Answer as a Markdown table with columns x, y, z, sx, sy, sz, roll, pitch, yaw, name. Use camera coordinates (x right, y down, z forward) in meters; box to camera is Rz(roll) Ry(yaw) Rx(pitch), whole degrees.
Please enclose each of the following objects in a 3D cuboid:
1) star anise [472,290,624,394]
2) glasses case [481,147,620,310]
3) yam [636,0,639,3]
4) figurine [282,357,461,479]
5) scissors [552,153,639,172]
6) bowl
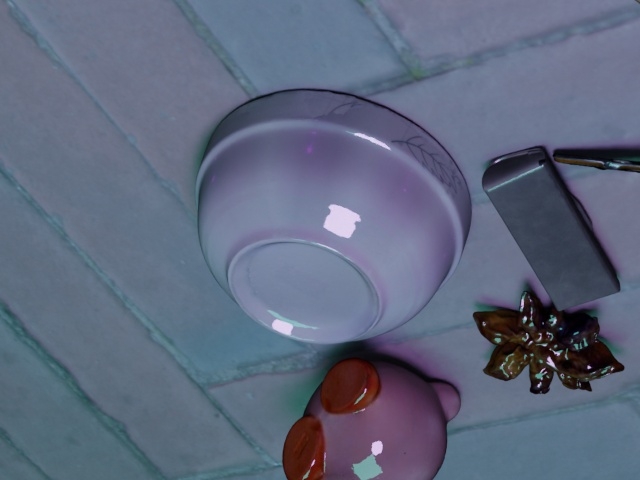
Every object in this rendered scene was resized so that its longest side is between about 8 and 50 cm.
| x | y | z | sx | sy | sz | roll | pitch | yaw | name |
| --- | --- | --- | --- | --- | --- | --- | --- | --- | --- |
| 0.237 | 0.110 | 1.983 | 0.168 | 0.057 | 0.168 | 18 | 141 | 15 | star anise |
| 0.230 | -0.010 | 1.860 | 0.072 | 0.042 | 0.190 | -16 | 129 | 25 | glasses case |
| 0.262 | -0.226 | 1.623 | 0.116 | 0.021 | 0.021 | 32 | 138 | -16 | yam |
| 0.060 | 0.218 | 2.085 | 0.173 | 0.173 | 0.173 | 10 | 139 | 9 | figurine |
| 0.360 | -0.059 | 1.730 | 0.317 | 0.024 | 0.160 | 8 | 177 | 31 | scissors |
| 0.000 | 0.000 | 1.880 | 0.287 | 0.144 | 0.287 | 10 | 138 | 9 | bowl |
